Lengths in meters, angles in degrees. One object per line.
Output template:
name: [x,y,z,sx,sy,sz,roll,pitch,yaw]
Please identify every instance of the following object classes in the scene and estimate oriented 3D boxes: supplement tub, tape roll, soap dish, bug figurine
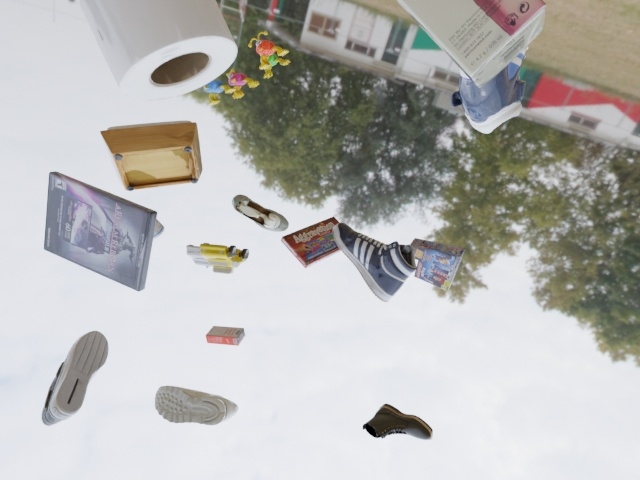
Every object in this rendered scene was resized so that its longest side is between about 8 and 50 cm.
supplement tub: [-0.604,-0.060,1.488,0.071,0.107,0.071,-19,-140,17]
tape roll: [-0.310,-0.411,0.845,0.246,0.246,0.169,-30,-82,-56]
soap dish: [-0.547,-0.277,1.427,0.291,0.228,0.118,-10,-120,-16]
bug figurine: [-0.215,-0.501,1.251,0.072,0.279,0.216,60,-161,-8]

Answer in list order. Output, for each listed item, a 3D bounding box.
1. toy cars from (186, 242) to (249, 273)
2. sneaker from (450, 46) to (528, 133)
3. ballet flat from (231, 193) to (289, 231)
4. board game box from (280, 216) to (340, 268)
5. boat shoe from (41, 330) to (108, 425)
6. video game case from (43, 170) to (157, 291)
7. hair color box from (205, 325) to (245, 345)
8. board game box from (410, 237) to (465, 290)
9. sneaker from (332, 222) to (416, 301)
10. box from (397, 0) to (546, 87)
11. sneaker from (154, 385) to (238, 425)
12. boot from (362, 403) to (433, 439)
toy cars: [-0.343,0.062,1.398,0.177,0.087,0.394,10,174,-27]
sneaker: [0.426,-0.409,1.008,0.130,0.236,0.322,16,-115,37]
ballet flat: [-0.195,-0.078,1.401,0.213,0.072,0.068,29,-169,-24]
board game box: [0.000,0.000,1.604,0.281,0.027,0.145,-24,-118,-43]
boat shoe: [-0.795,0.428,1.367,0.121,0.119,0.335,52,-165,-26]
video game case: [-0.505,-0.021,0.968,0.275,0.195,0.026,21,-160,12]
hair color box: [-0.388,0.388,1.746,0.141,0.043,0.072,0,-156,17]
board game box: [0.437,0.078,1.666,0.194,0.194,0.060,25,-134,22]
sneaker: [0.157,0.019,1.210,0.099,0.153,0.282,7,-139,-50]
box: [0.214,-0.370,0.659,0.232,0.127,0.149,51,-153,7]
sneaker: [-0.340,0.446,1.159,0.235,0.090,0.095,7,172,20]
boot: [0.250,0.623,1.396,0.198,0.076,0.137,8,-165,39]
